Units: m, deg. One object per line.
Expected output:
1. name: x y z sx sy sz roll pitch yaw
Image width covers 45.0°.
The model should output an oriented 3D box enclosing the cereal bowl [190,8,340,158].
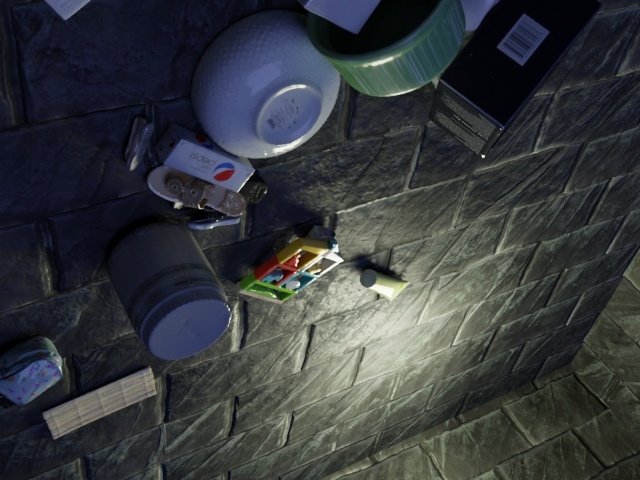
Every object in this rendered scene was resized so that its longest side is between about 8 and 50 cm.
1. cereal bowl: -0.095 -0.305 1.640 0.339 0.141 0.339 -24 144 -19

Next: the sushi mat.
1. sushi mat: -0.619 0.460 2.192 0.316 0.019 0.151 -22 142 -19

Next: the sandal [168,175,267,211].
1. sandal: -0.233 -0.111 1.822 0.254 0.054 0.097 -9 137 -33

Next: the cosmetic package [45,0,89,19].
1. cosmetic package: -0.441 -0.470 1.205 0.117 0.085 0.231 -38 143 2

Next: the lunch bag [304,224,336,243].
1. lunch bag: 0.000 0.000 2.153 0.071 0.053 0.083 -47 151 22

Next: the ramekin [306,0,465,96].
1. ramekin: 0.139 -0.432 1.531 0.303 0.303 0.148 -39 139 4

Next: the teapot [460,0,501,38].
1. teapot: 0.315 -0.569 1.652 0.256 0.187 0.252 -50 174 -18

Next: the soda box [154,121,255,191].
1. soda box: -0.252 -0.180 1.702 0.216 0.069 0.074 20 117 -45

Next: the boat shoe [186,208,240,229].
1. boat shoe: -0.260 -0.058 1.875 0.142 0.049 0.040 -11 119 -34

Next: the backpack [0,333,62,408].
1. backpack: -0.714 0.316 1.862 0.182 0.115 0.152 -34 143 -8

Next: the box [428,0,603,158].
1. box: 0.424 -0.395 1.750 0.343 0.179 0.312 -51 172 -3

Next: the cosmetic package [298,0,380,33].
1. cosmetic package: 0.076 -0.598 1.381 0.156 0.217 0.385 14 120 -48

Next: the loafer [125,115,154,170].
1. loafer: -0.384 -0.204 1.609 0.125 0.039 0.045 -58 173 33

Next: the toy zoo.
1. toy zoo: -0.068 0.076 2.145 0.293 0.030 0.192 -36 148 24

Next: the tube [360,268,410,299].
1. tube: 0.210 0.144 2.498 0.070 0.062 0.240 -5 164 30

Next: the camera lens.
1. camera lens: -0.352 0.109 1.784 0.219 0.274 0.219 -23 143 -18

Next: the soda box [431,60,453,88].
1. soda box: 0.293 -0.424 1.896 0.058 0.063 0.183 -42 145 4

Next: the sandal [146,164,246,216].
1. sandal: -0.262 -0.108 1.722 0.240 0.079 0.088 19 91 -31
